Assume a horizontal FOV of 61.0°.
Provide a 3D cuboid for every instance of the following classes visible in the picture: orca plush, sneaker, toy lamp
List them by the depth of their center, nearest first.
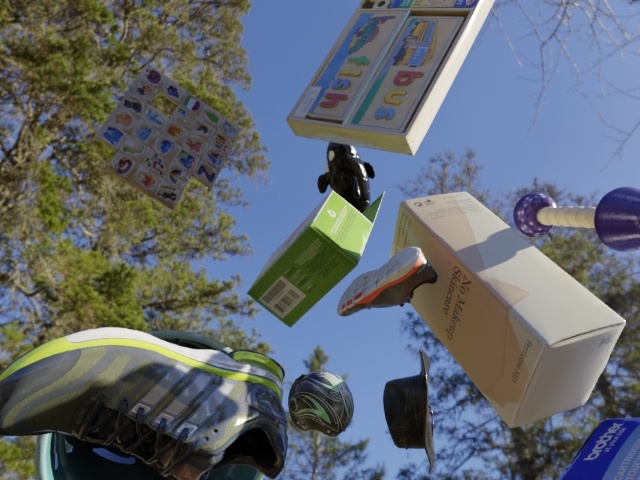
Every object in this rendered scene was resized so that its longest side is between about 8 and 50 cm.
[{"bbox_3d":[-0.148,0.165,0.511,0.299,0.121,0.111,12,-58,-34],"label":"sneaker"},{"bbox_3d":[0.351,-0.031,0.714,0.080,0.275,0.080,-1,-84,-6],"label":"toy lamp"},{"bbox_3d":[0.087,0.072,0.717,0.065,0.061,0.158,42,-51,-16],"label":"sneaker"},{"bbox_3d":[0.068,-0.114,1.382,0.151,0.102,0.288,2,-73,-5],"label":"orca plush"}]

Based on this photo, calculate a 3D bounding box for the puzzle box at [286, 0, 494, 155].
[{"bbox_3d":[0.140,-0.355,1.058,0.272,0.409,0.052,16,-23,33],"label":"puzzle box"}]

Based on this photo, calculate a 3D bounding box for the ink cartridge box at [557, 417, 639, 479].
[{"bbox_3d":[0.374,0.283,0.419,0.270,0.151,0.395,60,-36,3],"label":"ink cartridge box"}]

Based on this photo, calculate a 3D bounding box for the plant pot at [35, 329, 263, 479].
[{"bbox_3d":[-0.292,0.308,0.962,0.341,0.341,0.334,28,-10,-17],"label":"plant pot"}]

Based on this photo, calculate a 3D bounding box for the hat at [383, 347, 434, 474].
[{"bbox_3d":[0.242,0.469,1.501,0.133,0.331,0.332,-4,-51,14],"label":"hat"}]

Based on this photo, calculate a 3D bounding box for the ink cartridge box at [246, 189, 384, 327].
[{"bbox_3d":[0.000,0.000,0.941,0.097,0.255,0.189,39,-57,-8],"label":"ink cartridge box"}]

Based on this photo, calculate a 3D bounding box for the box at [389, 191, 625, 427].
[{"bbox_3d":[0.222,0.073,0.727,0.121,0.311,0.148,-9,-55,-21],"label":"box"}]

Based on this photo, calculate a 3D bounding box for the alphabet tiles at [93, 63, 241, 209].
[{"bbox_3d":[-0.254,-0.169,0.919,0.198,0.237,0.009,33,-40,-21],"label":"alphabet tiles"}]

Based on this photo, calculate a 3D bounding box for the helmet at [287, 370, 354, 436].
[{"bbox_3d":[0.010,0.440,1.469,0.161,0.170,0.169,-8,-50,34],"label":"helmet"}]
